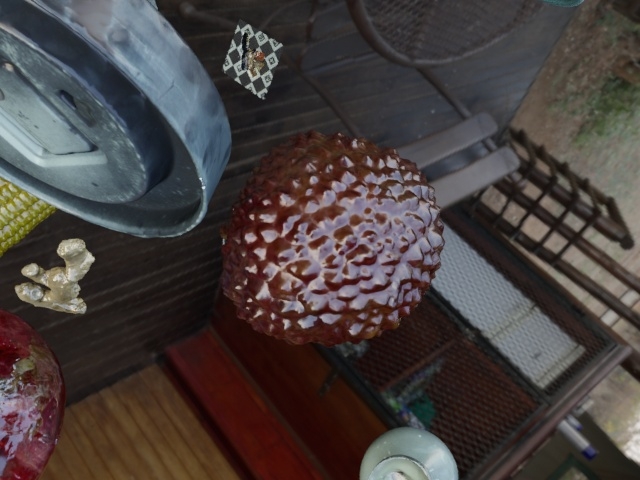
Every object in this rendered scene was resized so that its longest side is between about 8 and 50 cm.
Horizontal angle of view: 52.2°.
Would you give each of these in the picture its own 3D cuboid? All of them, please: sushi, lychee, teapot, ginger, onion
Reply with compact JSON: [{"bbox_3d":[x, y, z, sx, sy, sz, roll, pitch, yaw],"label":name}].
[{"bbox_3d":[-0.133,-0.372,1.343,0.026,0.126,0.120,-22,144,-56],"label":"sushi"},{"bbox_3d":[0.000,0.000,0.793,0.264,0.300,0.264,5,90,-67],"label":"lychee"},{"bbox_3d":[0.148,0.421,1.132,0.183,0.183,0.251,-43,163,-1],"label":"teapot"},{"bbox_3d":[-0.558,0.079,1.367,0.150,0.065,0.258,6,142,-23],"label":"ginger"},{"bbox_3d":[-0.429,0.198,0.732,0.276,0.276,0.276,-35,154,-19],"label":"onion"}]

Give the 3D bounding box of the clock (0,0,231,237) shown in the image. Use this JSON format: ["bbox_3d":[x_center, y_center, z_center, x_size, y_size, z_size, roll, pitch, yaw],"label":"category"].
[{"bbox_3d":[-0.267,-0.143,0.630,0.386,0.386,0.076,84,27,-61],"label":"clock"}]

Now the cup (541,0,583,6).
[{"bbox_3d":[0.154,-0.266,0.410,0.173,0.300,0.167,-55,161,13],"label":"cup"}]

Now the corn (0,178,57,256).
[{"bbox_3d":[-0.443,-0.042,0.859,0.344,0.131,0.131,-45,157,-17],"label":"corn"}]

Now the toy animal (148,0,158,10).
[{"bbox_3d":[-0.270,-0.334,0.797,0.138,0.108,0.236,-15,142,19],"label":"toy animal"}]
